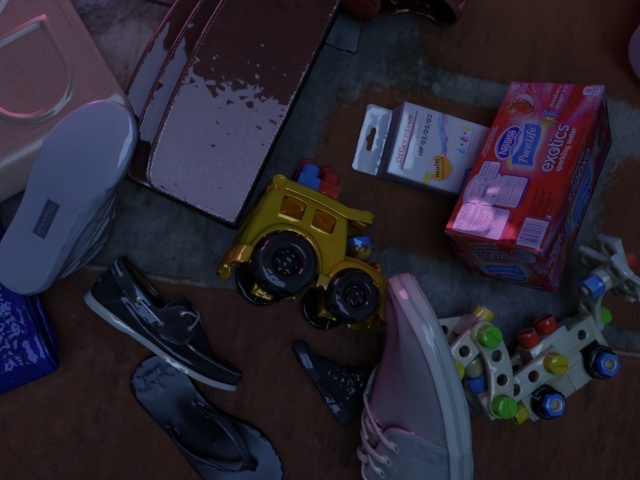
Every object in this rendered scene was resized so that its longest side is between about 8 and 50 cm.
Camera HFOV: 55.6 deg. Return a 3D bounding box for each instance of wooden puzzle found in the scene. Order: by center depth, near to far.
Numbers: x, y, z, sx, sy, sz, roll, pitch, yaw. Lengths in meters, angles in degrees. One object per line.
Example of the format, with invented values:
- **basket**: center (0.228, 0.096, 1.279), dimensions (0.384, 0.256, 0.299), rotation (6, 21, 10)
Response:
- **wooden puzzle**: center (-0.443, -0.211, 0.735), dimensions (0.322, 0.080, 0.347), rotation (-30, 91, -6)

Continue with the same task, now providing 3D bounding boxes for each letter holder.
- **letter holder**: center (-0.140, -0.194, 0.768), dimensions (0.215, 0.152, 0.301), rotation (26, 86, -7)

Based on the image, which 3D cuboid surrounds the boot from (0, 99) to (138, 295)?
- **boot**: center (-0.288, -0.055, 0.733), dimensions (0.095, 0.123, 0.258), rotation (37, 102, -2)

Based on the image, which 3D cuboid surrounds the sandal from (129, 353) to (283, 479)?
- **sandal**: center (-0.156, 0.260, 0.813), dimensions (0.254, 0.054, 0.097), rotation (43, 83, -8)

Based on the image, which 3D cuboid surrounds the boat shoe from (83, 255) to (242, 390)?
- **boat shoe**: center (-0.191, 0.113, 0.792), dimensions (0.233, 0.084, 0.079), rotation (38, 84, -5)

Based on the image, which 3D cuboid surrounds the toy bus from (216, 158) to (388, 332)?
- **toy bus**: center (0.000, 0.000, 0.809), dimensions (0.220, 0.149, 0.211), rotation (24, 70, -11)

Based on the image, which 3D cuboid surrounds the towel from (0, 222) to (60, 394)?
- **towel**: center (-0.504, 0.114, 0.747), dimensions (0.309, 0.076, 0.227), rotation (-22, 87, -9)

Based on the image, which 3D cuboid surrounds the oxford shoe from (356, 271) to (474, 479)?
- **oxford shoe**: center (0.107, 0.244, 0.752), dimensions (0.130, 0.169, 0.449), rotation (-10, 121, -1)

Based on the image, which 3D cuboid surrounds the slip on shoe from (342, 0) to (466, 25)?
- **slip on shoe**: center (0.055, -0.353, 0.821), dimensions (0.332, 0.123, 0.101), rotation (1, 94, -15)

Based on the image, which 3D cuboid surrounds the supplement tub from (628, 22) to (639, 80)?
- **supplement tub**: center (0.620, -0.353, 0.862), dimensions (0.228, 0.228, 0.316), rotation (42, 84, -8)

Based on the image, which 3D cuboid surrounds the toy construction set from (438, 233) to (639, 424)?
- **toy construction set**: center (0.304, 0.133, 0.858), dimensions (0.328, 0.151, 0.215), rotation (-30, 95, 2)

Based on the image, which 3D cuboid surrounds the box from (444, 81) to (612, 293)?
- **box**: center (0.283, -0.076, 0.808), dimensions (0.256, 0.128, 0.122), rotation (-63, 143, -18)

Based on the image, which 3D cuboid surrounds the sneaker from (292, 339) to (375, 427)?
- **sneaker**: center (0.037, 0.193, 0.852), dimensions (0.089, 0.051, 0.170), rotation (-33, 100, -9)

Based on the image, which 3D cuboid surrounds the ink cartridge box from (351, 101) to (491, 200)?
- **ink cartridge box**: center (0.147, -0.128, 0.862), dimensions (0.182, 0.061, 0.104), rotation (14, 88, -10)
